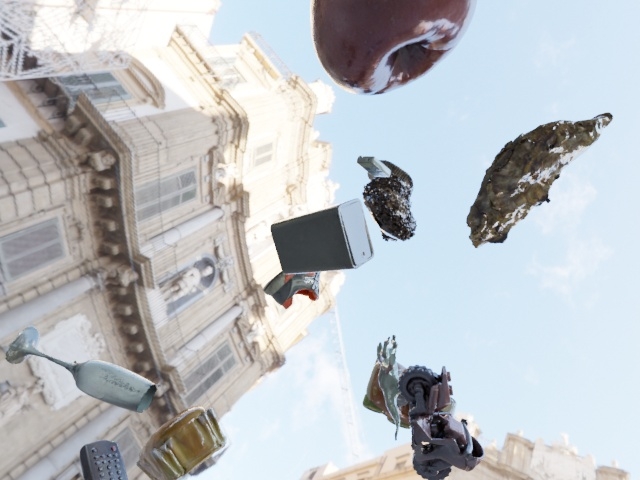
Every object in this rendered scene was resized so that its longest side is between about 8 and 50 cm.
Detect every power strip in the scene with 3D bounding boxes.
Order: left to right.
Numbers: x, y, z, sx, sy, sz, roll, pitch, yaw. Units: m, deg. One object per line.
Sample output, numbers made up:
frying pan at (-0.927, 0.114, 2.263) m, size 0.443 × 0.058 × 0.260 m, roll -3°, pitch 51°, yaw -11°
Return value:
power strip at (0.108, -0.149, 0.853) m, size 0.040 × 0.090 × 0.016 m, roll 8°, pitch -98°, yaw 35°

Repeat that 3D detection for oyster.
oyster at (0.450, -0.138, 0.921) m, size 0.396 × 0.204 × 0.111 m, roll -55°, pitch -129°, yaw 24°

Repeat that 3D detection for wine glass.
wine glass at (-0.403, 0.227, 0.728) m, size 0.262 × 0.074 × 0.074 m, roll 20°, pitch -56°, yaw 6°

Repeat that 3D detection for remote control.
remote control at (-0.274, 0.367, 0.561) m, size 0.028 × 0.059 × 0.212 m, roll -46°, pitch -126°, yaw 12°

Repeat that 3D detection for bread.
bread at (-0.287, 0.420, 0.859) m, size 0.107 × 0.136 × 0.241 m, roll 53°, pitch -40°, yaw 11°

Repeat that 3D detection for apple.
apple at (0.116, -0.414, 0.745) m, size 0.305 × 0.305 × 0.235 m, roll -32°, pitch -104°, yaw 39°

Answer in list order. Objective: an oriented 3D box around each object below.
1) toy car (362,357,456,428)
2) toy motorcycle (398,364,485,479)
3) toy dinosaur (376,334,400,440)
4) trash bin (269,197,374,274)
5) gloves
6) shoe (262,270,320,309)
toy car at (0.251, 0.418, 1.135) m, size 0.234 × 0.145 × 0.235 m, roll 19°, pitch -27°, yaw 10°
toy motorcycle at (0.197, 0.296, 0.683) m, size 0.118 × 0.084 × 0.213 m, roll -8°, pitch -76°, yaw 17°
toy dinosaur at (0.152, 0.313, 0.919) m, size 0.052 × 0.242 × 0.167 m, roll 6°, pitch -36°, yaw -7°
trash bin at (0.000, 0.000, 1.123) m, size 0.240 × 0.122 × 0.164 m, roll -12°, pitch -83°, yaw 37°
gloves at (0.224, -0.117, 1.356) m, size 0.135 × 0.313 × 0.210 m, roll -25°, pitch -61°, yaw 31°
shoe at (-0.042, 0.138, 1.570) m, size 0.171 × 0.336 × 0.132 m, roll 52°, pitch -28°, yaw 0°
